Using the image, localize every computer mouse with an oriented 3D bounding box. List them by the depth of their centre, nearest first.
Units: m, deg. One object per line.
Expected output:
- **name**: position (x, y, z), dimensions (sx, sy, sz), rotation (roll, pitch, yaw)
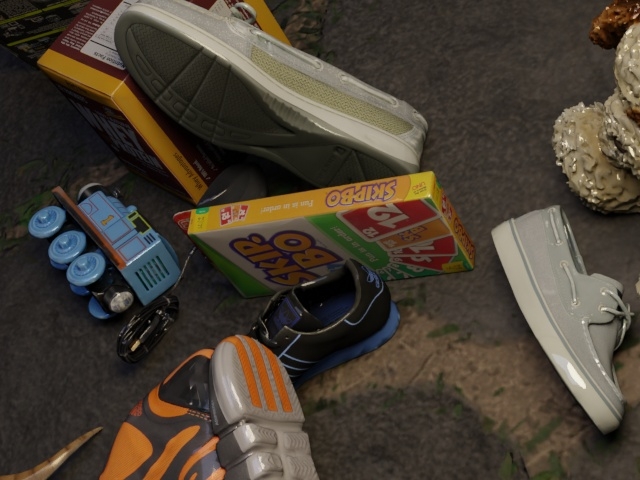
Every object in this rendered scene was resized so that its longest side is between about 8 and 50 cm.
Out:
- **computer mouse**: position (-0.120, 0.023, 1.268), dimensions (0.041, 0.071, 0.242), rotation (24, 72, 26)

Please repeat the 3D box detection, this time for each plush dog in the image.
- **plush dog**: position (0.302, -0.084, 1.019), dimensions (0.210, 0.225, 0.262), rotation (-28, 49, 7)

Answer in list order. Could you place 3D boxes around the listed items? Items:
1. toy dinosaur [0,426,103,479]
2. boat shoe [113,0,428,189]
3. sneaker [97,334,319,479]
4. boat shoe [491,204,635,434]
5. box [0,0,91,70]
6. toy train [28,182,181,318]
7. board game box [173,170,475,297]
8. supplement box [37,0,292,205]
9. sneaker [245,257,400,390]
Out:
- **toy dinosaur**: position (-0.310, 0.245, 1.210), dimensions (0.211, 0.064, 0.112), rotation (-21, 49, 12)
- **boat shoe**: position (-0.043, -0.144, 1.222), dimensions (0.118, 0.320, 0.103), rotation (-50, 18, 52)
- **sneaker**: position (-0.080, 0.254, 1.066), dimensions (0.180, 0.124, 0.321), rotation (-33, 55, 26)
- **boat shoe**: position (0.213, 0.054, 1.065), dimensions (0.081, 0.079, 0.227), rotation (-29, 46, 11)
- **box**: position (-0.272, -0.291, 1.465), dimensions (0.270, 0.216, 0.060), rotation (-12, 71, 20)
- **toy train**: position (-0.226, 0.005, 1.331), dimensions (0.105, 0.080, 0.184), rotation (-36, 46, -12)
- **board game box**: position (0.000, 0.000, 1.183), dimensions (0.259, 0.124, 0.039), rotation (-6, 56, 24)
- **supplement box**: position (-0.149, -0.179, 1.340), dimensions (0.129, 0.191, 0.194), rotation (27, 72, 39)
- **sneaker**: position (-0.042, 0.097, 1.158), dimensions (0.232, 0.090, 0.081), rotation (-34, 49, 1)
